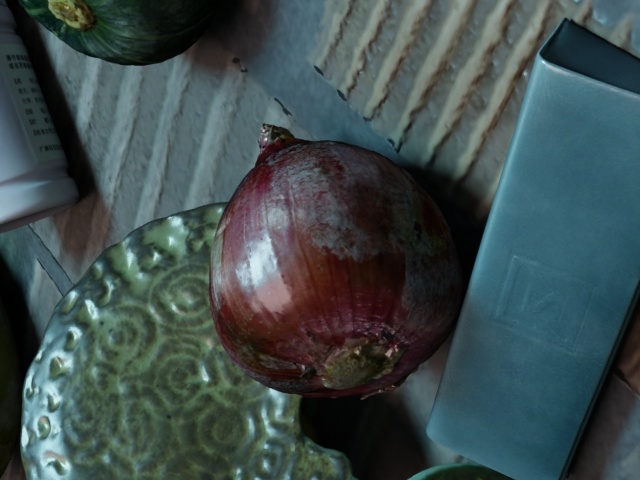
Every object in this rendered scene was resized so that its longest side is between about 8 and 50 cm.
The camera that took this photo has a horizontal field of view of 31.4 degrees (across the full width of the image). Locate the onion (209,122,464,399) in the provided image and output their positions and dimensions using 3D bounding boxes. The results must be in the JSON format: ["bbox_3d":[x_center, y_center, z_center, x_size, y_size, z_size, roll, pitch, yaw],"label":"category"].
[{"bbox_3d":[0.000,0.000,0.706,0.159,0.159,0.195,-58,41,48],"label":"onion"}]

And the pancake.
[{"bbox_3d":[-0.072,0.111,0.772,0.288,0.286,0.033,50,173,23],"label":"pancake"}]

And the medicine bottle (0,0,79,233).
[{"bbox_3d":[-0.328,-0.131,1.065,0.133,0.133,0.250,-17,94,54],"label":"medicine bottle"}]

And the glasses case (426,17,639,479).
[{"bbox_3d":[0.123,0.022,0.634,0.105,0.056,0.266,40,135,34],"label":"glasses case"}]

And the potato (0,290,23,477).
[{"bbox_3d":[-0.503,0.134,1.309,0.385,0.319,0.442,-94,-12,-69],"label":"potato"}]

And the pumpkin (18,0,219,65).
[{"bbox_3d":[-0.149,-0.202,0.804,0.167,0.167,0.125,-8,56,53],"label":"pumpkin"}]

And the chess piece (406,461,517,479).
[{"bbox_3d":[0.080,0.268,0.774,0.139,0.139,0.272,48,151,26],"label":"chess piece"}]

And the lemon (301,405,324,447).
[{"bbox_3d":[-0.088,0.185,0.868,0.231,0.192,0.192,58,142,18],"label":"lemon"}]
